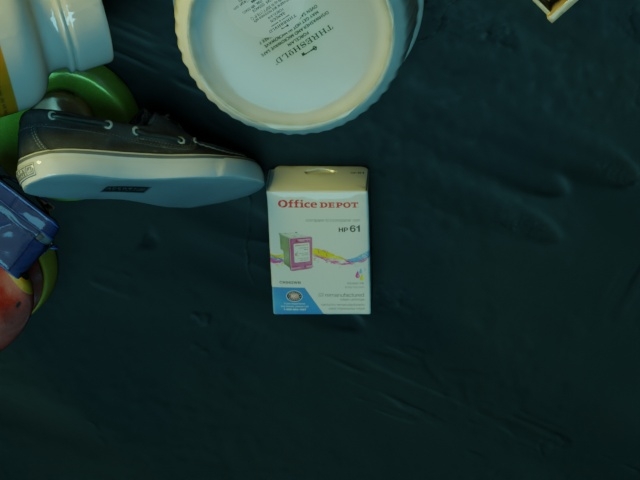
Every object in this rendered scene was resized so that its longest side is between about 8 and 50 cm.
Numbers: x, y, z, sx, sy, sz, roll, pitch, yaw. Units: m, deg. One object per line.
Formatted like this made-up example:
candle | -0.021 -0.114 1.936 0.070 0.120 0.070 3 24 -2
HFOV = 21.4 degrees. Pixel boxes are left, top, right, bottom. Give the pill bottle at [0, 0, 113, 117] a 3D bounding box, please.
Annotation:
pill bottle | -0.293 -0.154 1.317 0.246 0.136 0.136 -17 116 -10

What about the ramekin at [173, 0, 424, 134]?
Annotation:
ramekin | -0.021 -0.182 1.350 0.207 0.109 0.207 2 117 3

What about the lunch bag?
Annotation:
lunch bag | -0.256 -0.018 1.373 0.098 0.067 0.065 37 88 -14

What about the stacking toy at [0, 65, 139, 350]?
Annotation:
stacking toy | -0.317 -0.062 1.418 0.309 0.130 0.279 39 113 -16

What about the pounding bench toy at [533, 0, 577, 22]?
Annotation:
pounding bench toy | 0.191 -0.229 1.343 0.065 0.052 0.083 42 112 -16

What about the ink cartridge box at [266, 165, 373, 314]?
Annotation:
ink cartridge box | 0.000 0.000 1.472 0.089 0.052 0.122 -1 116 4

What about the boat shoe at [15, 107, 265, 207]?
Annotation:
boat shoe | -0.149 -0.074 1.404 0.228 0.076 0.080 0 162 -33
